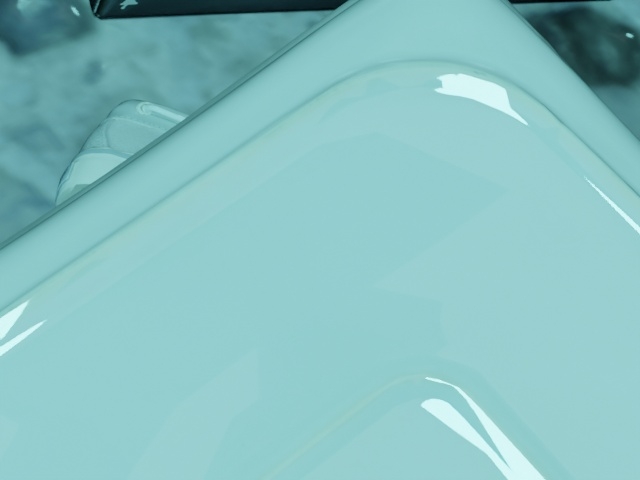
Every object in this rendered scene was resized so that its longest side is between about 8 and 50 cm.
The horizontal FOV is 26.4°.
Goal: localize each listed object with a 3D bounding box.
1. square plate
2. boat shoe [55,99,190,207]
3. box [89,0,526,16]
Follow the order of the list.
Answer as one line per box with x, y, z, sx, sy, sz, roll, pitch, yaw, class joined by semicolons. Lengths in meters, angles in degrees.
0.024;0.103;0.371;0.344;0.049;0.347;-36;72;-20;square plate
0.000;0.000;0.490;0.184;0.066;0.063;17;53;3;boat shoe
0.012;-0.202;0.608;0.261;0.103;0.184;-7;62;-25;box
